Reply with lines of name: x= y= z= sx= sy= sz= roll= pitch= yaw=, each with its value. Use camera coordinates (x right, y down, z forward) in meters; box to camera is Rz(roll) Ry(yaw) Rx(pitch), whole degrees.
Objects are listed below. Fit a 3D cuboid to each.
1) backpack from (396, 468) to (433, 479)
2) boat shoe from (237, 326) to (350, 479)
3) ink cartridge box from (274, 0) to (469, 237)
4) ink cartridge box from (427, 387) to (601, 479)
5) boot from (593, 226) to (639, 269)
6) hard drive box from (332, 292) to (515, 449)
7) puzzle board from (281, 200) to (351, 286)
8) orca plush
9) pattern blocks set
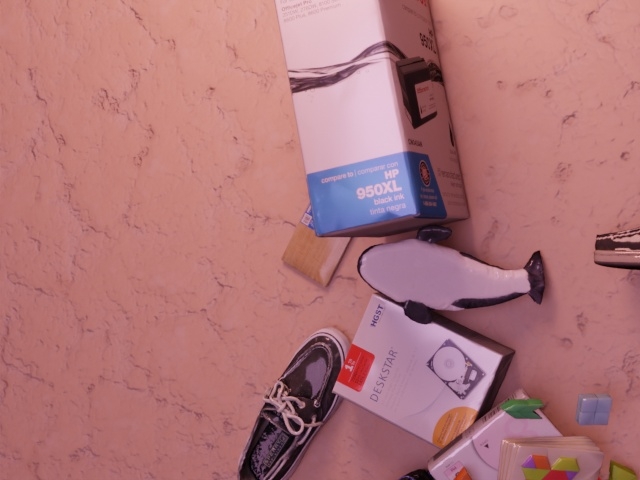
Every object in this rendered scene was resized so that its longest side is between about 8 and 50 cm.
backpack: x=0.146 y=0.469 z=1.769 sx=0.158 sy=0.117 sz=0.173 roll=-39 pitch=76 yaw=19
boat shoe: x=-0.052 y=0.284 z=1.858 sx=0.113 sy=0.105 sz=0.306 roll=37 pitch=105 yaw=18
ink cartridge box: x=0.080 y=-0.211 z=1.683 sx=0.166 sy=0.285 sz=0.395 roll=-12 pitch=86 yaw=22
ink cartridge box: x=0.305 y=0.365 z=1.679 sx=0.189 sy=0.066 sz=0.232 roll=-41 pitch=90 yaw=9
boot: x=0.560 y=-0.109 z=1.574 sx=0.377 sy=0.138 sz=0.284 roll=-11 pitch=84 yaw=27
hard drive box: x=0.163 y=0.209 z=1.774 sx=0.232 sy=0.089 sz=0.181 roll=24 pitch=99 yaw=21
puzzle board: x=0.000 y=0.000 z=1.884 sx=0.096 sy=0.011 sz=0.128 roll=31 pitch=102 yaw=21
orca plush: x=0.200 y=0.042 z=1.744 sx=0.287 sy=0.102 sz=0.151 roll=-9 pitch=98 yaw=-1
pattern blocks set: x=0.331 y=0.376 z=1.656 sx=0.285 sy=0.026 sz=0.325 roll=-9 pitch=111 yaw=-4
